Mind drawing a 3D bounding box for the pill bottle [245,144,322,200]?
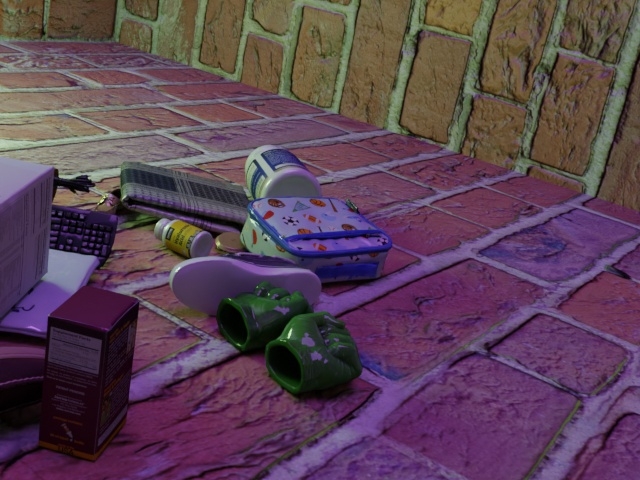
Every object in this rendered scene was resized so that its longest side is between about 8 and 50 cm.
[{"bbox_3d":[-0.101,-0.143,2.077,0.153,0.153,0.265,4,21,-19],"label":"pill bottle"}]

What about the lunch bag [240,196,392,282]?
[{"bbox_3d":[0.000,0.000,1.785,0.303,0.115,0.243,-5,33,-37],"label":"lunch bag"}]

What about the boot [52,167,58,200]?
[{"bbox_3d":[-0.681,-0.104,1.736,0.203,0.095,0.262,13,29,5],"label":"boot"}]

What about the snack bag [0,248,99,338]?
[{"bbox_3d":[-0.563,0.072,1.408,0.342,0.037,0.323,8,20,-7],"label":"snack bag"}]

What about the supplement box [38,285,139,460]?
[{"bbox_3d":[-0.294,0.167,1.064,0.080,0.188,0.104,13,20,6],"label":"supplement box"}]

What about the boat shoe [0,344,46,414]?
[{"bbox_3d":[-0.456,0.216,0.994,0.342,0.123,0.123,-4,54,-48],"label":"boat shoe"}]

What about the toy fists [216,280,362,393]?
[{"bbox_3d":[-0.045,0.152,1.383,0.142,0.096,0.279,-5,24,-40],"label":"toy fists"}]

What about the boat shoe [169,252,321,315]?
[{"bbox_3d":[-0.146,0.068,1.544,0.301,0.108,0.102,2,22,-32],"label":"boat shoe"}]

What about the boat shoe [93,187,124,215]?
[{"bbox_3d":[-0.474,-0.084,1.870,0.050,0.045,0.135,11,19,0],"label":"boat shoe"}]

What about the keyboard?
[{"bbox_3d":[-0.549,-0.058,1.606,0.317,0.033,0.202,9,61,-8],"label":"keyboard"}]

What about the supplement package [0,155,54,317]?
[{"bbox_3d":[-0.556,-0.006,1.281,0.199,0.198,0.263,11,21,1],"label":"supplement package"}]

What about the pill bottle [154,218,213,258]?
[{"bbox_3d":[-0.286,-0.005,1.728,0.116,0.065,0.065,21,22,27],"label":"pill bottle"}]

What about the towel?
[{"bbox_3d":[-0.311,-0.097,1.966,0.324,0.056,0.312,12,16,-18],"label":"towel"}]

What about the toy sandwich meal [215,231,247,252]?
[{"bbox_3d":[-0.187,0.011,1.797,0.085,0.029,0.086,9,31,-5],"label":"toy sandwich meal"}]
